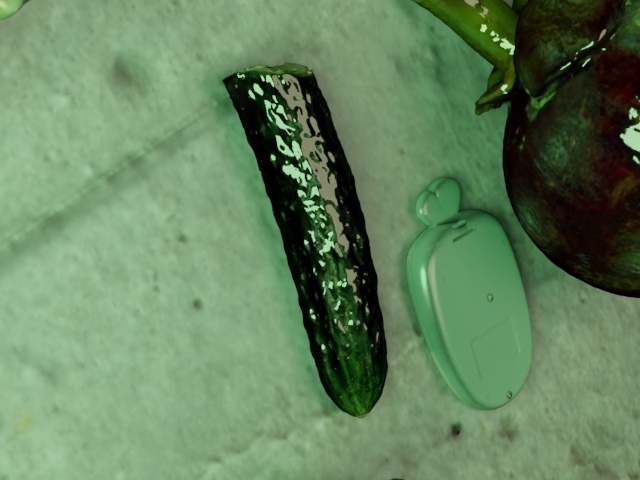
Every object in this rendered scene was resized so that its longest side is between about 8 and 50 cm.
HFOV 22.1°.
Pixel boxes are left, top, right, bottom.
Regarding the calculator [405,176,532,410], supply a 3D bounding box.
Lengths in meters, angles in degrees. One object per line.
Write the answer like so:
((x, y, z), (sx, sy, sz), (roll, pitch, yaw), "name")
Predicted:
((0.095, 0.034, 1.044), (0.095, 0.021, 0.153), (-28, 106, -42), "calculator")

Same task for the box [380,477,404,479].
((0.008, 0.167, 0.907), (0.060, 0.085, 0.063), (1, 75, -42), "box")

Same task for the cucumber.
((0.000, 0.000, 0.941), (0.058, 0.052, 0.214), (-20, 99, -22), "cucumber")

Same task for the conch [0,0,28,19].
((-0.205, -0.202, 0.698), (0.203, 0.170, 0.386), (-25, 116, -46), "conch")

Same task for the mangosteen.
((0.187, -0.099, 1.043), (0.289, 0.231, 0.231), (38, 53, 8), "mangosteen")
